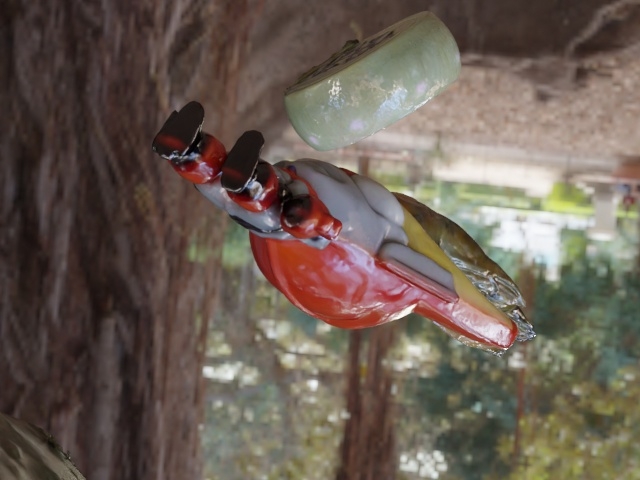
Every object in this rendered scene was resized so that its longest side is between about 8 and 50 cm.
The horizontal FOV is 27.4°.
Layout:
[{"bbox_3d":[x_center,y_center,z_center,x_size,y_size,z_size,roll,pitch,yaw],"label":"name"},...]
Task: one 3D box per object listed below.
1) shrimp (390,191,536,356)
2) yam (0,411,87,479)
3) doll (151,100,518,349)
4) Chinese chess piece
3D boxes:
[{"bbox_3d":[0.134,0.046,1.229,0.254,0.059,0.145,43,-154,-24],"label":"shrimp"},{"bbox_3d":[-0.134,0.098,0.302,0.154,0.154,0.254,6,167,12],"label":"yam"},{"bbox_3d":[0.000,0.000,0.493,0.109,0.057,0.169,21,178,33],"label":"doll"},{"bbox_3d":[0.040,-0.126,1.028,0.144,0.058,0.144,-29,-168,7],"label":"Chinese chess piece"}]
